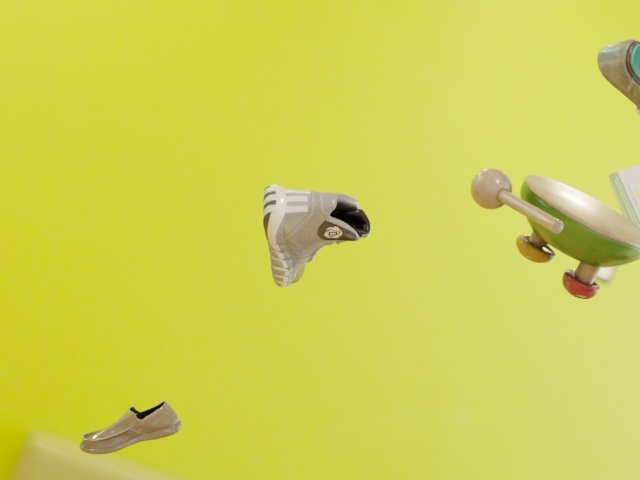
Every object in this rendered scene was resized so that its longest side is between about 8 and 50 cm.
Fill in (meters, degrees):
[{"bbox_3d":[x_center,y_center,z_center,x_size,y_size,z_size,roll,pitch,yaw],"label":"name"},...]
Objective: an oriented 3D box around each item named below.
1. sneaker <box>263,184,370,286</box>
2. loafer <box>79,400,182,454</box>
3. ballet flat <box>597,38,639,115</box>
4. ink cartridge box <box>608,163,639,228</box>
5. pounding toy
[{"bbox_3d":[0.000,0.000,1.617,0.132,0.086,0.228,-2,-22,3],"label":"sneaker"},{"bbox_3d":[-0.273,0.264,1.770,0.148,0.050,0.056,-15,9,-8],"label":"loafer"},{"bbox_3d":[0.450,-0.201,1.696,0.068,0.072,0.213,1,-30,49],"label":"ballet flat"},{"bbox_3d":[0.632,-0.077,2.123,0.235,0.171,0.056,-19,-45,9],"label":"ink cartridge box"},{"bbox_3d":[0.303,0.001,1.600,0.237,0.110,0.183,12,22,-38],"label":"pounding toy"}]
